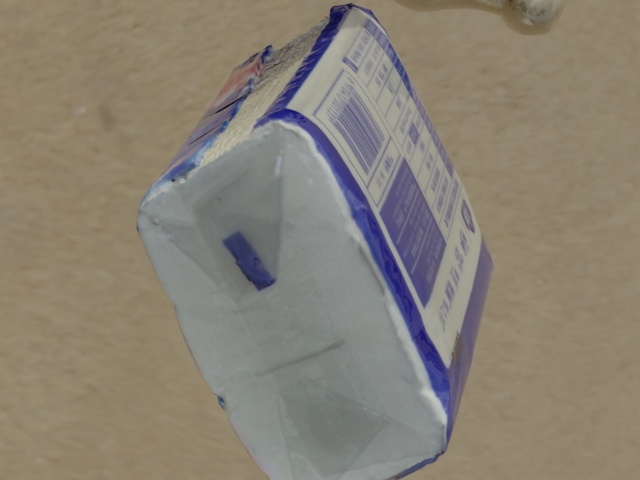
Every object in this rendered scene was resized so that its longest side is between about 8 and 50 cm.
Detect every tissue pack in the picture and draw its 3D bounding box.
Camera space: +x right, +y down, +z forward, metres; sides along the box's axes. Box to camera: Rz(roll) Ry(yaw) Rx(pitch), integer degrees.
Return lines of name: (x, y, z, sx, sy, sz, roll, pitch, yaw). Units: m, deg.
tissue pack: (0.000, 0.000, 1.060, 0.137, 0.270, 0.209, -21, 107, 17)

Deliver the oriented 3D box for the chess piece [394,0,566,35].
chess piece: (0.038, -0.232, 1.361, 0.307, 0.139, 0.124, 26, 71, 4)
